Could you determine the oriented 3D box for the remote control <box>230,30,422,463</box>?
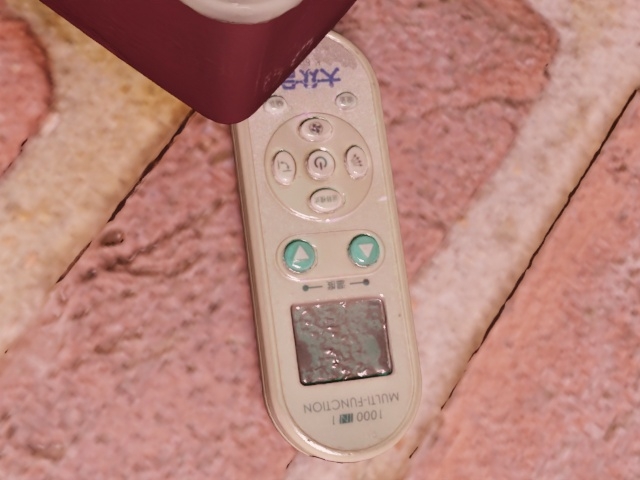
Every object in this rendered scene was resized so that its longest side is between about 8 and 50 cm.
[{"bbox_3d":[0.000,0.000,0.579,0.078,0.042,0.221,-5,81,-16],"label":"remote control"}]

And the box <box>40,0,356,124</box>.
[{"bbox_3d":[-0.085,-0.198,0.511,0.294,0.167,0.193,37,71,6],"label":"box"}]
